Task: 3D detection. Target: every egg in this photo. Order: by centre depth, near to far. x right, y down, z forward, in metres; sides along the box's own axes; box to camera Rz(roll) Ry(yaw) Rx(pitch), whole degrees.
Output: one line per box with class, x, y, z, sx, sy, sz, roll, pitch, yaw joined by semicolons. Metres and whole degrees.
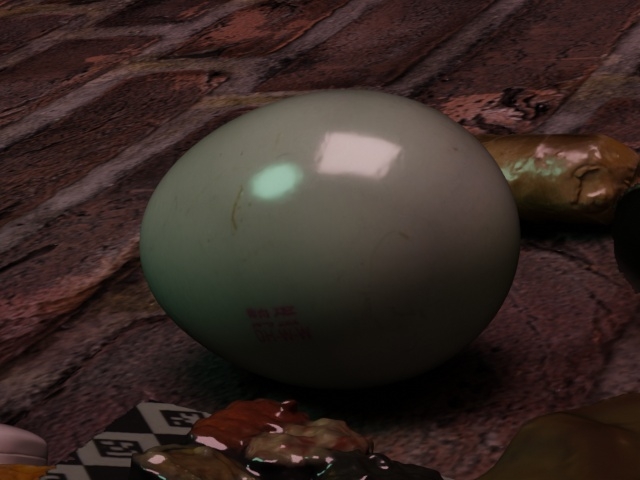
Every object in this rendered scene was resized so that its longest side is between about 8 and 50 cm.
egg;0.000;0.000;1.109;0.264;0.183;0.183;-2;19;40

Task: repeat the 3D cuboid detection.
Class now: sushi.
sushi;-0.018;0.110;0.850;0.219;0.047;0.231;14;14;13

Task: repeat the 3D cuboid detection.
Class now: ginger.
ginger;0.160;-0.046;1.352;0.190;0.069;0.095;3;0;34

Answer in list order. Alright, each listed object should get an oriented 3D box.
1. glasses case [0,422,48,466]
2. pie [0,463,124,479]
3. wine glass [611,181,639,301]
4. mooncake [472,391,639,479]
glasses case;-0.243;0.126;1.022;0.193;0.049;0.074;-7;-13;27
pie;-0.209;0.192;0.807;0.339;0.083;0.339;-9;16;3
wine glass;0.283;-0.019;1.143;0.204;0.111;0.111;-21;22;-32
mooncake;0.161;0.152;0.632;0.284;0.155;0.284;-8;17;2
